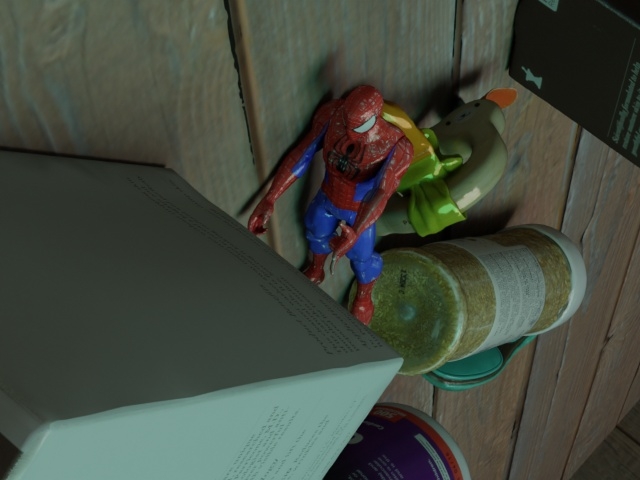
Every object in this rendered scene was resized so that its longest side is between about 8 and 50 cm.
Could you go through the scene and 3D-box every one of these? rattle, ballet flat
[{"bbox_3d":[0.085,-0.106,1.224,0.130,0.143,0.200,-26,-155,52],"label":"rattle"},{"bbox_3d":[0.184,0.127,1.767,0.247,0.083,0.087,-28,164,-43],"label":"ballet flat"}]

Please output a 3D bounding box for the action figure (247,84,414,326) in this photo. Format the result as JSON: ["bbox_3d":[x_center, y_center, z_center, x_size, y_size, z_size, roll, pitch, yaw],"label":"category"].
[{"bbox_3d":[0.000,0.000,1.128,0.139,0.091,0.280,-49,162,-34],"label":"action figure"}]

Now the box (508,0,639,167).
[{"bbox_3d":[0.296,-0.206,1.299,0.203,0.167,0.168,-43,158,-22],"label":"box"}]

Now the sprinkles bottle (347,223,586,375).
[{"bbox_3d":[0.158,0.053,1.515,0.121,0.121,0.355,-59,159,19],"label":"sprinkles bottle"}]

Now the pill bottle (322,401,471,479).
[{"bbox_3d":[0.009,0.287,1.512,0.323,0.181,0.181,-18,142,-56],"label":"pill bottle"}]

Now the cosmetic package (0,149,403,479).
[{"bbox_3d":[-0.139,0.069,0.782,0.156,0.217,0.385,-57,158,15],"label":"cosmetic package"}]
